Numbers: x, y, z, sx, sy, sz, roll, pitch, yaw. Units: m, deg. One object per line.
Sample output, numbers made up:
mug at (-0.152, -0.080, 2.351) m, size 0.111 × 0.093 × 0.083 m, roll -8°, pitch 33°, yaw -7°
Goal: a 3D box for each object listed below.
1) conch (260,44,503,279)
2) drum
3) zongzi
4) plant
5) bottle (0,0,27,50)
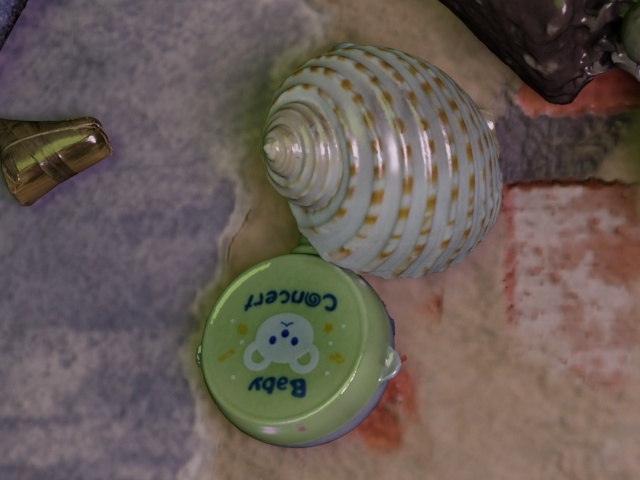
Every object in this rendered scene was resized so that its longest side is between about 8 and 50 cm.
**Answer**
conch at (0.041, -0.047, 1.036) m, size 0.153 × 0.102 × 0.135 m, roll -4°, pitch 82°, yaw -10°
drum at (-0.019, 0.004, 1.103) m, size 0.130 × 0.049 × 0.253 m, roll -14°, pitch 64°, yaw 18°
zongzi at (-0.182, -0.072, 1.208) m, size 0.076 × 0.040 × 0.083 m, roll -28°, pitch 47°, yaw 5°
plant at (0.183, -0.125, 1.004) m, size 0.146 × 0.149 × 0.274 m, roll -45°, pitch 65°, yaw 4°
bottle at (-0.278, -0.114, 1.225) m, size 0.093 × 0.093 × 0.330 m, roll 25°, pitch 84°, yaw 27°
